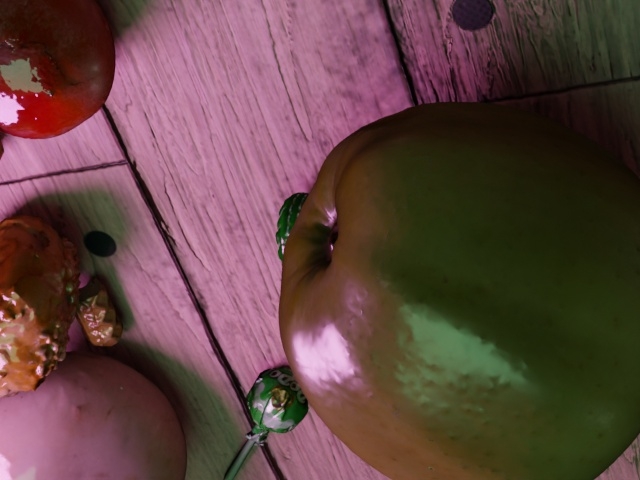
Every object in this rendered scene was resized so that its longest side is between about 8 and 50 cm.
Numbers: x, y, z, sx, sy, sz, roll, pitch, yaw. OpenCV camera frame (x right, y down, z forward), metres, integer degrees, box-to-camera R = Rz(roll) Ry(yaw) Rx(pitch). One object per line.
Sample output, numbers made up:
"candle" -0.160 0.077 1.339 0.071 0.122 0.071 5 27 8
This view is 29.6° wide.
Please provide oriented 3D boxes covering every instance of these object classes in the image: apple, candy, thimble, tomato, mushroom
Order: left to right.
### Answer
"tomato" -0.347 -0.216 1.431 0.208 0.184 0.208 6 128 7
"mushroom" -0.390 0.338 1.848 0.362 0.294 0.362 -8 109 -24
"candy" -0.099 0.305 1.885 0.097 0.097 0.323 23 138 -6
"thimble" 0.000 0.000 1.574 0.090 0.118 0.130 2 111 17
"apple" 0.173 0.063 1.371 0.473 0.474 0.474 7 130 8

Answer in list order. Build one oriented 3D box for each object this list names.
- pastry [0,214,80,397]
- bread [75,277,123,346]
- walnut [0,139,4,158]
"pastry" -0.441 0.112 1.691 0.311 0.255 0.162 -32 132 32
"bread" -0.328 0.109 1.778 0.066 0.060 0.110 6 134 26
"walnut" -0.481 -0.119 1.602 0.124 0.105 0.105 1 131 -7
